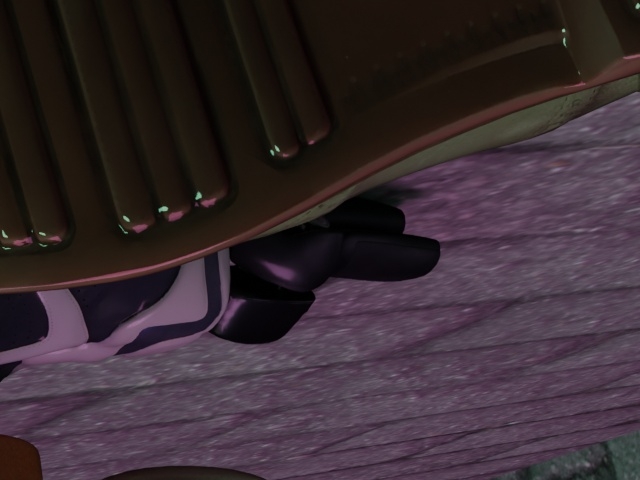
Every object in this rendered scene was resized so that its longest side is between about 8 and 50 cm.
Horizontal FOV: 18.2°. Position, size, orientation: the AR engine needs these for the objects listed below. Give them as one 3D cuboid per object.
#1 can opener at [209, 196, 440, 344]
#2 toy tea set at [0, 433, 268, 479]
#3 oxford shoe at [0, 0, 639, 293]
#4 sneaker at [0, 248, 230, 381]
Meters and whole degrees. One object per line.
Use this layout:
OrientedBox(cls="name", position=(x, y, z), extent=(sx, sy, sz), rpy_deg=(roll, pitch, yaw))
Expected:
OrientedBox(cls="can opener", position=(0.000, 0.000, 0.925), extent=(0.073, 0.059, 0.186), rpy_deg=(-49, 163, 23))
OrientedBox(cls="toy tea set", position=(-0.175, 0.148, 0.796), extent=(0.336, 0.124, 0.200), rpy_deg=(15, 158, -42))
OrientedBox(cls="oxford shoe", position=(-0.018, -0.052, 0.503), extent=(0.348, 0.123, 0.130), rpy_deg=(-11, 173, -4))
OrientedBox(cls="sneaker", position=(-0.167, 0.019, 0.748), extent=(0.235, 0.094, 0.153), rpy_deg=(-11, 163, 26))
